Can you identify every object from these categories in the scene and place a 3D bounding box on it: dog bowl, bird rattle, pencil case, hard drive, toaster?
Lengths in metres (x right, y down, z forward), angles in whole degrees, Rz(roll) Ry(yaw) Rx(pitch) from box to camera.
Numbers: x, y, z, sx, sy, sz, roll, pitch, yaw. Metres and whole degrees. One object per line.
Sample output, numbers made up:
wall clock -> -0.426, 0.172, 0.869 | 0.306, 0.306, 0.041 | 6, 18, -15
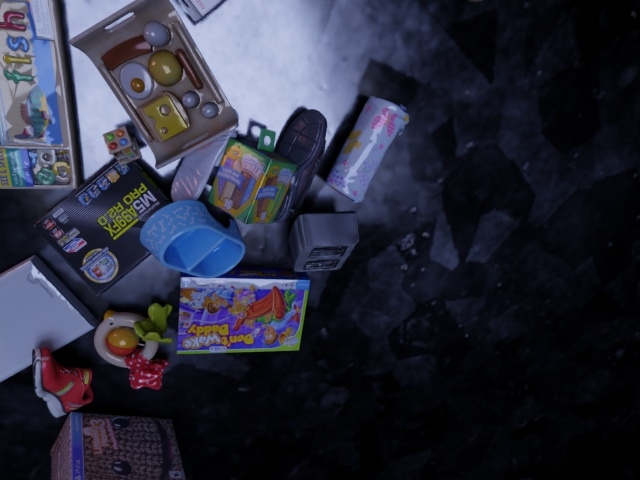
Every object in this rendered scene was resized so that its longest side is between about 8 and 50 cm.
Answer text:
dog bowl -> -0.289, 0.009, 1.042 | 0.166, 0.074, 0.297 | -41, 155, 5
bird rattle -> -0.501, 0.278, 1.180 | 0.207, 0.143, 0.253 | 20, 117, -11
pencil case -> 0.121, -0.237, 1.143 | 0.124, 0.113, 0.273 | 20, 104, -43
hard drive -> -0.790, 0.220, 1.083 | 0.353, 0.047, 0.233 | -31, 117, -4
toaster -> 0.000, 0.000, 1.165 | 0.186, 0.110, 0.168 | -2, 152, -16

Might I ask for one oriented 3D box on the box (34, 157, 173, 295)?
box -> -0.487, -0.039, 1.029 | 0.270, 0.060, 0.216 | -39, 97, 1

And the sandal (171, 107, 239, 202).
sandal -> -0.276, -0.199, 1.052 | 0.102, 0.076, 0.265 | 27, 91, 15

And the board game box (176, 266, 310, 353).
board game box -> -0.219, 0.196, 1.229 | 0.347, 0.078, 0.233 | 3, 110, -18

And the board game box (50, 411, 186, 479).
board game box -> -0.547, 0.608, 1.176 | 0.291, 0.232, 0.141 | 22, 103, -38

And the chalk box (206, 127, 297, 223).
chalk box -> -0.153, -0.161, 1.049 | 0.132, 0.132, 0.213 | -8, 126, -64

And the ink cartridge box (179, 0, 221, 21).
ink cartridge box -> -0.241, -0.545, 0.922 | 0.143, 0.090, 0.092 | -38, 116, 1

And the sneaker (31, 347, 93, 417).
sneaker -> -0.660, 0.351, 1.127 | 0.118, 0.107, 0.279 | -14, 142, -22

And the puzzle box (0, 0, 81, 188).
puzzle box -> -0.674, -0.309, 0.906 | 0.272, 0.052, 0.408 | -2, 112, -15

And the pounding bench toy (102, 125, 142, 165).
pounding bench toy -> -0.442, -0.222, 0.959 | 0.052, 0.065, 0.083 | -24, 75, -6

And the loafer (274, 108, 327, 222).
loafer -> -0.058, -0.188, 1.130 | 0.095, 0.109, 0.302 | -3, 120, -62

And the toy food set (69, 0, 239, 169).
toy food set -> -0.348, -0.333, 0.938 | 0.220, 0.092, 0.306 | -26, 110, 7
